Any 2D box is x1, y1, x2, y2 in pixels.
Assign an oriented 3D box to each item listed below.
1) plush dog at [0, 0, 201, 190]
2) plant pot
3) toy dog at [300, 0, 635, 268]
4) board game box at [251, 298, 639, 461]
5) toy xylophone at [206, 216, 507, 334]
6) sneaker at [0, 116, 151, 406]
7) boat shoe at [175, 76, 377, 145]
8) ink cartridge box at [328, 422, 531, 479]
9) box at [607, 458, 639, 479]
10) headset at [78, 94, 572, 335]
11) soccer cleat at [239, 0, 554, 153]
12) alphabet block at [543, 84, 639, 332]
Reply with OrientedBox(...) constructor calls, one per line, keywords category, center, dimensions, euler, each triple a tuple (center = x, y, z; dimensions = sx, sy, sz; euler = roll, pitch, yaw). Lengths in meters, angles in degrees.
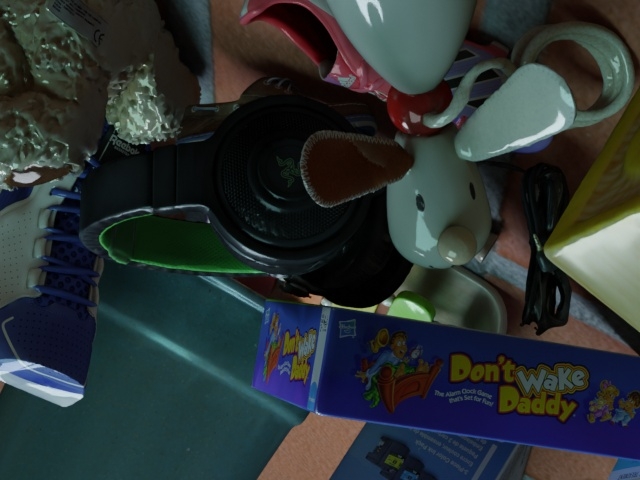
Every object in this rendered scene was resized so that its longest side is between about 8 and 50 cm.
OrientedBox(category="plush dog", center=(-0.254, -0.173, 1.324), dimensions=(0.225, 0.262, 0.211), euler=(7, 111, 28))
OrientedBox(category="plant pot", center=(-0.192, 0.190, 1.608), dimensions=(0.341, 0.334, 0.341), euler=(28, 170, 5))
OrientedBox(category="toy dog", center=(0.071, -0.113, 0.953), dimensions=(0.334, 0.220, 0.161), euler=(52, -170, -32))
OrientedBox(category="board game box", center=(0.140, 0.112, 1.220), dimensions=(0.347, 0.078, 0.233), euler=(10, 177, -14))
OrientedBox(category="toy xylophone", center=(0.041, 0.024, 1.430), dimensions=(0.322, 0.081, 0.236), euler=(28, 154, 13))
OrientedBox(category="sneaker", center=(-0.241, -0.023, 1.444), dimensions=(0.127, 0.315, 0.182), euler=(26, 132, -36))
OrientedBox(category="boat shoe", center=(-0.041, -0.104, 1.306), dimensions=(0.183, 0.066, 0.066), euler=(-7, 163, 18))
OrientedBox(category="ink cartridge box", center=(0.061, 0.332, 1.576), dimensions=(0.151, 0.395, 0.270), euler=(27, 154, 15))
OrientedBox(category="box", center=(0.282, 0.233, 1.315), dimensions=(0.060, 0.244, 0.100), euler=(39, 154, -11))
OrientedBox(category="headset", center=(0.000, 0.000, 1.213), dimensions=(0.394, 0.185, 0.243), euler=(-7, 164, 20))
OrientedBox(category="soccer cleat", center=(0.056, -0.127, 1.128), dimensions=(0.248, 0.095, 0.083), euler=(36, 155, -4))
OrientedBox(category="alphabet block", center=(0.290, -0.023, 0.925), dimensions=(0.197, 0.192, 0.193), euler=(39, 153, -9))
